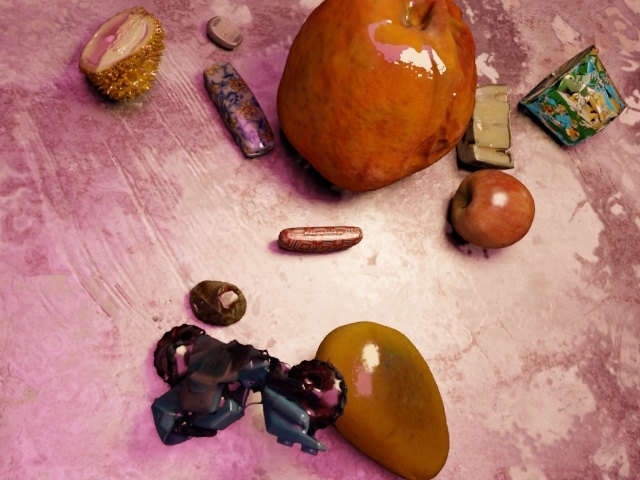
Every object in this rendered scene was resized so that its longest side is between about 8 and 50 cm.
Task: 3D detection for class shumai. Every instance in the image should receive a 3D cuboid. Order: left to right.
[{"bbox_3d":[-0.212,0.125,1.275,0.123,0.087,0.099,9,71,-11],"label":"shumai"}]

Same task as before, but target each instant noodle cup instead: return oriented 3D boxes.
[{"bbox_3d":[0.685,-0.377,1.632,0.240,0.240,0.178,-43,96,-24],"label":"instant noodle cup"}]

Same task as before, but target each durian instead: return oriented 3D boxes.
[{"bbox_3d":[-0.440,-0.417,1.382,0.138,0.183,0.250,37,56,-41],"label":"durian"}]

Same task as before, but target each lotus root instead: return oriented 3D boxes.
[{"bbox_3d":[0.421,-0.281,1.564,0.119,0.138,0.235,2,71,-9],"label":"lotus root"}]

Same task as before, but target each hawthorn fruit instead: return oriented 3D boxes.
[{"bbox_3d":[0.142,-0.338,1.349,0.471,0.472,0.472,5,70,-14],"label":"hawthorn fruit"}]

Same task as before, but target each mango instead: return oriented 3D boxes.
[{"bbox_3d":[0.136,0.325,1.234,0.365,0.182,0.253,53,49,-2],"label":"mango"}]

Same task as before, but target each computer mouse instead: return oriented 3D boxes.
[{"bbox_3d":[-0.240,-0.514,1.516,0.096,0.039,0.066,37,66,-9],"label":"computer mouse"}]

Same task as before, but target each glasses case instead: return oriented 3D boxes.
[{"bbox_3d":[-0.192,-0.313,1.444,0.087,0.065,0.248,-25,79,-20],"label":"glasses case"},{"bbox_3d":[0.000,0.000,1.383,0.194,0.073,0.049,-2,72,-15],"label":"glasses case"}]

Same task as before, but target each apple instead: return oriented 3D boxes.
[{"bbox_3d":[0.414,-0.073,1.462,0.173,0.188,0.188,22,67,-19],"label":"apple"}]

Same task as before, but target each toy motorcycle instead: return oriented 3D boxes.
[{"bbox_3d":[-0.158,0.304,1.156,0.416,0.172,0.232,11,72,20],"label":"toy motorcycle"}]
